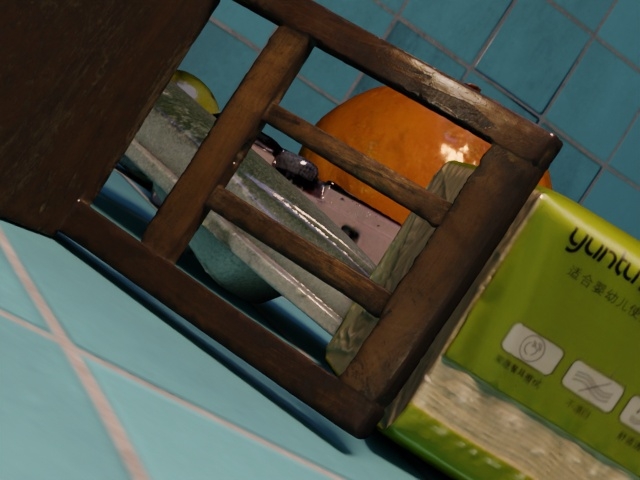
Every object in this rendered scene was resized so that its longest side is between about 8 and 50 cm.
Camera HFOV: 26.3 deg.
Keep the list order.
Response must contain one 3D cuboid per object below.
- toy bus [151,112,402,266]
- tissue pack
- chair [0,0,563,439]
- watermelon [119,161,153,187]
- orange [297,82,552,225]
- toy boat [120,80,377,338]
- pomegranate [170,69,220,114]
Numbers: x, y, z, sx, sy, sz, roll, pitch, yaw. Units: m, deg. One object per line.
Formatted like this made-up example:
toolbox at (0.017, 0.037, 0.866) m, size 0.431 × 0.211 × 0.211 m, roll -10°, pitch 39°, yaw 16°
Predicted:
toy bus at (0.000, 0.000, 1.256) m, size 0.317 × 0.112 × 0.138 m, roll 32°, pitch -8°, yaw -28°
tissue pack at (0.169, 0.092, 0.805) m, size 0.274 × 0.167 × 0.200 m, roll 31°, pitch 3°, yaw -12°
chair at (-0.131, -0.101, 0.657) m, size 0.416 × 0.203 × 0.240 m, roll 32°, pitch -2°, yaw 30°
watermelon at (-0.143, -0.073, 1.340) m, size 0.101 × 0.080 × 0.155 m, roll 46°, pitch -5°, yaw 37°
orange at (0.106, -0.041, 1.478) m, size 0.284 × 0.226 × 0.284 m, roll 1°, pitch -25°, yaw 1°
toy boat at (-0.047, -0.003, 0.962) m, size 0.319 × 0.092 × 0.141 m, roll 41°, pitch 5°, yaw 22°
pomegranate at (-0.170, -0.124, 1.500) m, size 0.130 × 0.130 × 0.130 m, roll 32°, pitch 3°, yaw -2°
